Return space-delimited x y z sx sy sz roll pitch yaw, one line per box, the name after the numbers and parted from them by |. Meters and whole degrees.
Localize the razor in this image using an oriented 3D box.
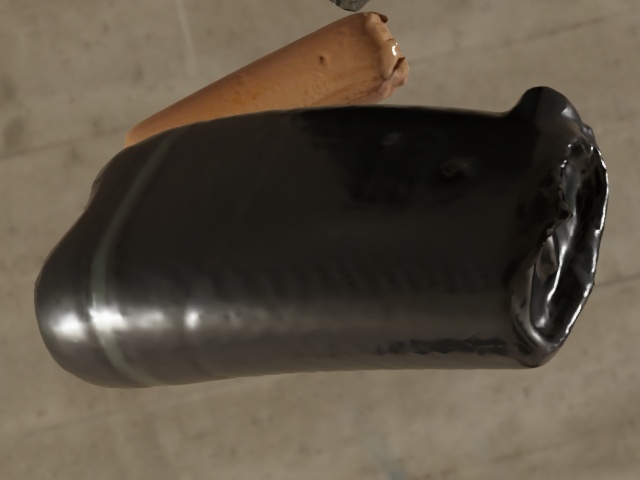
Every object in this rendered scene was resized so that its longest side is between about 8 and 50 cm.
-0.001 -0.001 1.111 0.349 0.113 0.204 -5 -138 27 | razor

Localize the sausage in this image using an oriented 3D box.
-0.054 -0.120 1.643 0.289 0.086 0.086 -25 176 18 | sausage

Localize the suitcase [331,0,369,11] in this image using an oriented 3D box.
0.039 -0.323 1.196 0.229 0.152 0.335 -47 164 -12 | suitcase
